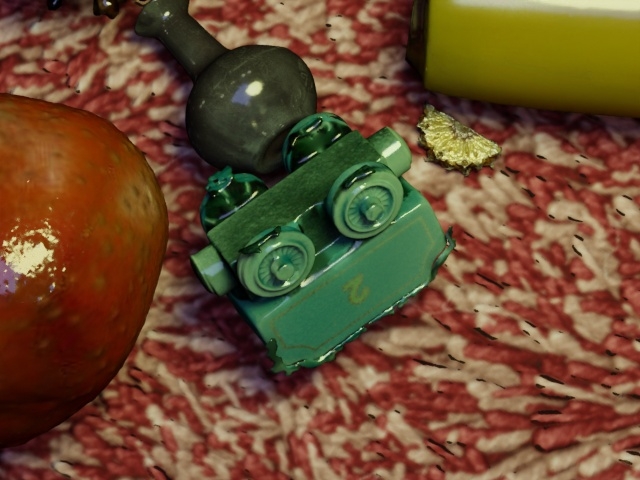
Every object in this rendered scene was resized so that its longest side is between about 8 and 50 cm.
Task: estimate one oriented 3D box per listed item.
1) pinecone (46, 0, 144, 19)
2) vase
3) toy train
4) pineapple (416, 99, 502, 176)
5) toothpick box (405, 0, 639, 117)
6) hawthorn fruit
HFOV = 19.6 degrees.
[{"bbox_3d":[-0.203,-0.325,1.554,0.224,0.224,0.272,-22,107,-5],"label":"pinecone"},{"bbox_3d":[-0.087,-0.141,1.584,0.120,0.120,0.183,-41,69,-7],"label":"vase"},{"bbox_3d":[0.000,0.000,1.532,0.203,0.163,0.112,-34,44,-5],"label":"toy train"},{"bbox_3d":[0.115,-0.083,1.621,0.083,0.019,0.045,30,76,4],"label":"pineapple"},{"bbox_3d":[0.209,-0.192,1.565,0.271,0.175,0.175,3,81,1],"label":"toothpick box"},{"bbox_3d":[-0.263,0.033,1.458,0.275,0.275,0.300,17,46,1],"label":"hawthorn fruit"}]
